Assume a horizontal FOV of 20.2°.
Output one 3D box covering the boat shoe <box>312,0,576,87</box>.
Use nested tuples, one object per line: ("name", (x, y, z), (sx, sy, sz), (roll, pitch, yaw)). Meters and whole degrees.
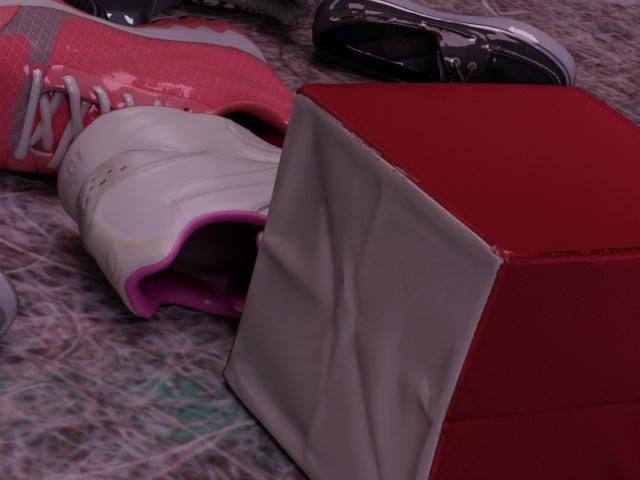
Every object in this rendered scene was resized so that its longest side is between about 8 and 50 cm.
("boat shoe", (0.100, -0.153, 1.506), (0.228, 0.080, 0.076), (21, 42, 0))

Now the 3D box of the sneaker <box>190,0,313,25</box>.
("sneaker", (-0.173, -0.273, 1.527), (0.410, 0.158, 0.182), (7, 42, -10))

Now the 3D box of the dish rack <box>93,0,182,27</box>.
("dish rack", (-0.193, -0.215, 1.282), (0.285, 0.072, 0.333), (3, -5, -19))

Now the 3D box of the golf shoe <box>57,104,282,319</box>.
("golf shoe", (0.000, 0.000, 1.075), (0.306, 0.115, 0.140), (0, 38, -19))

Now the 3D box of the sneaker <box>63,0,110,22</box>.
("sneaker", (-0.254, -0.140, 1.187), (0.121, 0.112, 0.299), (33, 27, 34))

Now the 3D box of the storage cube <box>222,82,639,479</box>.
("storage cube", (0.088, 0.037, 0.933), (0.193, 0.184, 0.215), (-3, 31, -35))

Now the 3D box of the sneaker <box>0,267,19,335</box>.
("sneaker", (-0.288, -0.014, 0.919), (0.281, 0.115, 0.105), (30, -7, -10))

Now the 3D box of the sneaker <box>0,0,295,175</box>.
("sneaker", (-0.129, -0.086, 1.146), (0.314, 0.116, 0.136), (-5, 33, -41))
